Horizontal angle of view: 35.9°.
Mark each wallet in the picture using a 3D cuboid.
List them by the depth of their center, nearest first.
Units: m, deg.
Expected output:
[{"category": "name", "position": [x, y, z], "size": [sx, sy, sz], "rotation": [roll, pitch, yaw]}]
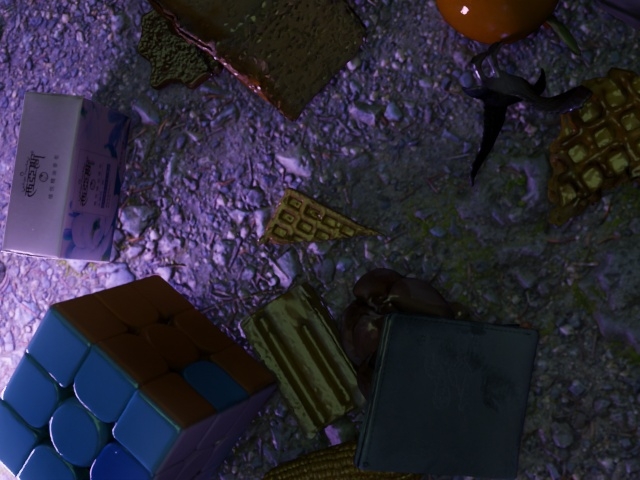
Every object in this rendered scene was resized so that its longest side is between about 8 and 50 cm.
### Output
[{"category": "wallet", "position": [0.201, 0.241, 1.530], "size": [0.290, 0.054, 0.251], "rotation": [10, 91, -24]}]

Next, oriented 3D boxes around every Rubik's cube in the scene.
[{"category": "Rubik's cube", "position": [-0.303, 0.268, 1.583], "size": [0.291, 0.291, 0.290], "rotation": [41, 112, 15]}]

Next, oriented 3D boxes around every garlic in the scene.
[{"category": "garlic", "position": [0.108, 0.153, 1.582], "size": [0.160, 0.191, 0.214], "rotation": [35, 103, 57]}]

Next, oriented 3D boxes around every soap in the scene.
[{"category": "soap", "position": [-0.019, 0.198, 1.651], "size": [0.135, 0.076, 0.233], "rotation": [-34, 80, 11]}]

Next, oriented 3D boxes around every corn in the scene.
[{"category": "corn", "position": [0.034, 0.378, 1.614], "size": [0.293, 0.106, 0.106], "rotation": [-18, 83, 12]}]

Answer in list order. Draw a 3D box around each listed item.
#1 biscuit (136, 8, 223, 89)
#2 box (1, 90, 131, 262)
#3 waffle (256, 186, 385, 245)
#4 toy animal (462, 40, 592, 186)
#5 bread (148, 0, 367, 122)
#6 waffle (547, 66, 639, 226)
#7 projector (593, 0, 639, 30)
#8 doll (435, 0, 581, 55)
[{"category": "biscuit", "position": [-0.237, -0.360, 1.757], "size": [0.182, 0.034, 0.215], "rotation": [35, 94, 9]}, {"category": "box", "position": [-0.434, -0.103, 1.710], "size": [0.116, 0.203, 0.274], "rotation": [8, 88, 14]}, {"category": "waffle", "position": [0.000, 0.000, 1.678], "size": [0.191, 0.032, 0.125], "rotation": [30, 93, 16]}, {"category": "toy animal", "position": [0.306, -0.237, 1.534], "size": [0.160, 0.197, 0.272], "rotation": [42, 143, -22]}, {"category": "bread", "position": [-0.118, -0.384, 1.691], "size": [0.248, 0.279, 0.315], "rotation": [-46, 41, 3]}, {"category": "waffle", "position": [0.511, -0.112, 1.497], "size": [0.324, 0.151, 0.261], "rotation": [18, 95, 14]}, {"category": "projector", "position": [0.541, -0.445, 1.453], "size": [0.248, 0.249, 0.249], "rotation": [35, 97, 14]}, {"category": "doll", "position": [0.300, -0.389, 1.557], "size": [0.236, 0.213, 0.213], "rotation": [34, 97, -27]}]
